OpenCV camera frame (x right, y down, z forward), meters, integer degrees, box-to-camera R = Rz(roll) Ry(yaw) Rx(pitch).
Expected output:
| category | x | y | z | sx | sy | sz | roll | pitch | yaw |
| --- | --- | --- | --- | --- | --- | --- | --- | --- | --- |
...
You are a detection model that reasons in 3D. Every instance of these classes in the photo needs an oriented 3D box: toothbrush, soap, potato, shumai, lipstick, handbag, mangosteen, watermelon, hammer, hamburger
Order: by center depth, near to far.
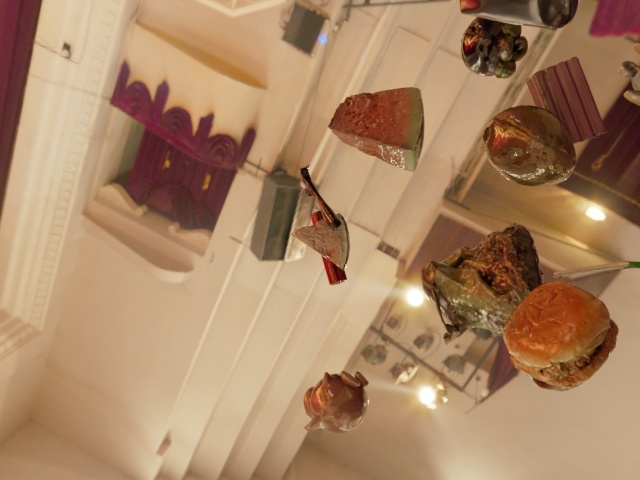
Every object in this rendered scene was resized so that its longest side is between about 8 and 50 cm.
| category | x | y | z | sx | sy | sz | roll | pitch | yaw |
| --- | --- | --- | --- | --- | --- | --- | --- | --- | --- |
| toothbrush | 0.633 | 0.054 | 1.076 | 0.303 | 0.030 | 0.030 | -9 | -161 | 14 |
| hamburger | 0.528 | 0.206 | 1.186 | 0.163 | 0.244 | 0.244 | 45 | -164 | -25 |
| potato | 0.473 | -0.212 | 1.208 | 0.178 | 0.160 | 0.235 | 39 | -172 | -49 |
| soap | 0.600 | -0.332 | 1.302 | 0.065 | 0.122 | 0.203 | 24 | -134 | -87 |
| handbag | 0.529 | -0.739 | 1.421 | 0.342 | 0.152 | 0.288 | 25 | 156 | 28 |
| watermelon | 0.155 | -0.310 | 1.434 | 0.256 | 0.193 | 0.140 | 10 | 157 | 15 |
| shumai | 0.482 | 0.133 | 1.605 | 0.348 | 0.395 | 0.395 | -5 | -162 | 16 |
| hammer | -0.004 | -0.128 | 1.624 | 0.037 | 0.137 | 0.290 | -23 | -138 | -7 |
| watermelon | 0.022 | -0.007 | 1.732 | 0.202 | 0.136 | 0.207 | 39 | 167 | -5 |
| mangosteen | 0.613 | -0.690 | 1.882 | 0.242 | 0.243 | 0.243 | 21 | -156 | -10 |
| lipstick | 0.029 | 0.025 | 1.960 | 0.073 | 0.073 | 0.280 | -1 | -111 | -46 |

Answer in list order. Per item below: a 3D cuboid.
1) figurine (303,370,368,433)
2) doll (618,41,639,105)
| category | x | y | z | sx | sy | sz | roll | pitch | yaw |
| --- | --- | --- | --- | --- | --- | --- | --- | --- | --- |
| figurine | 0.032 | 0.321 | 1.054 | 0.125 | 0.138 | 0.125 | 37 | -172 | -6 |
| doll | 0.689 | -0.259 | 0.941 | 0.316 | 0.146 | 0.103 | 21 | 176 | 11 |
